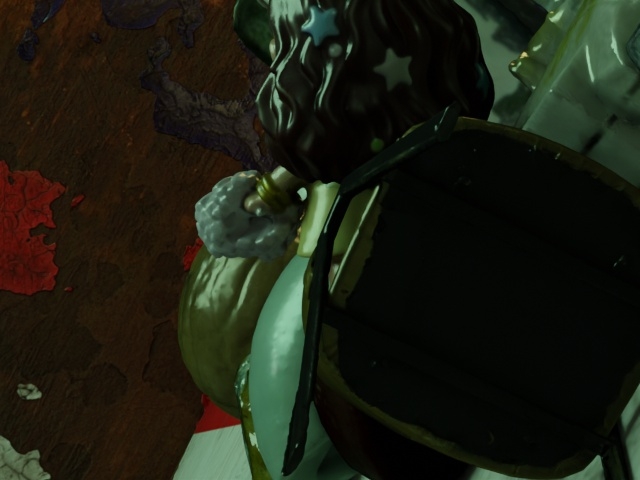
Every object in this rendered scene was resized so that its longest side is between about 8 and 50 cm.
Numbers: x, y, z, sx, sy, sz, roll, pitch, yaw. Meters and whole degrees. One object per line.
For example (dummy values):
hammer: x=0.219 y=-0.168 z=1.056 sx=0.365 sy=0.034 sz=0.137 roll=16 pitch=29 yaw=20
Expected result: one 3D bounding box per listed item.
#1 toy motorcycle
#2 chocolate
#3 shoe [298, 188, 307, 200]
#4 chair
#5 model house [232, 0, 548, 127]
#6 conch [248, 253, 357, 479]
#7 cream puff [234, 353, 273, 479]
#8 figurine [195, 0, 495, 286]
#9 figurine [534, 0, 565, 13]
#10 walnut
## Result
toy motorcycle: x=0.171 y=-0.109 z=0.629 sx=0.223 sy=0.108 sz=0.341 roll=-54 pitch=-5 yaw=-20
chocolate: x=0.060 y=0.078 z=0.779 sx=0.149 sy=0.125 sz=0.080 roll=-58 pitch=27 yaw=-4
shoe: x=0.000 y=0.000 z=1.662 sx=0.160 sy=0.131 sz=0.363 roll=-74 pitch=8 yaw=-69
chair: x=0.072 y=0.040 z=0.558 sx=0.172 sy=0.158 sz=0.247 roll=-63 pitch=6 yaw=9
model house: x=0.106 y=-0.211 z=1.162 sx=0.190 sy=0.271 sz=0.301 roll=-53 pitch=-3 yaw=31
conch: x=0.030 y=0.074 z=0.886 sx=0.221 sy=0.185 sz=0.121 roll=-45 pitch=39 yaw=-14
cream puff: x=-0.011 y=0.155 z=1.089 sx=0.146 sy=0.116 sz=0.146 roll=168 pitch=90 yaw=-81
figurine: x=0.025 y=-0.047 z=0.700 sx=0.116 sy=0.174 sz=0.240 roll=-151 pitch=54 yaw=-66
figurine: x=0.187 y=-0.227 z=0.815 sx=0.176 sy=0.133 sz=0.236 roll=-59 pitch=-14 yaw=4
walnut: x=-0.041 y=0.074 z=1.286 sx=0.228 sy=0.228 sz=0.228 roll=-61 pitch=5 yaw=10
